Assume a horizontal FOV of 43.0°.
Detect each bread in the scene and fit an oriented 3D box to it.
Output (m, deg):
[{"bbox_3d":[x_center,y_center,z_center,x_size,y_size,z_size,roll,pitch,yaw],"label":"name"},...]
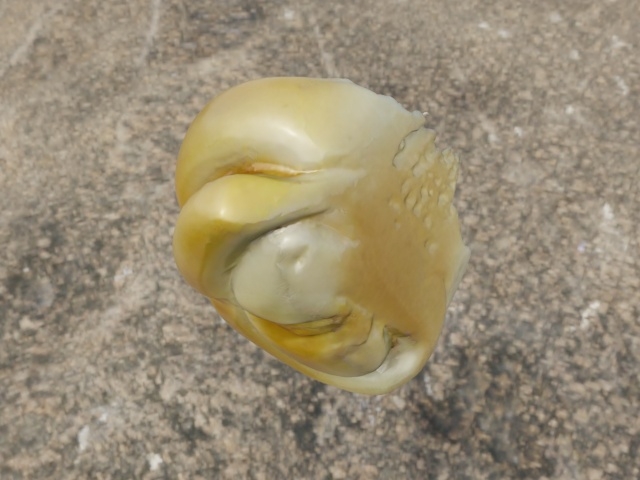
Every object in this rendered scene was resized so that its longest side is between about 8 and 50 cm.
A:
[{"bbox_3d":[0.018,0.007,0.940,0.328,0.424,0.245,-21,46,16],"label":"bread"}]
